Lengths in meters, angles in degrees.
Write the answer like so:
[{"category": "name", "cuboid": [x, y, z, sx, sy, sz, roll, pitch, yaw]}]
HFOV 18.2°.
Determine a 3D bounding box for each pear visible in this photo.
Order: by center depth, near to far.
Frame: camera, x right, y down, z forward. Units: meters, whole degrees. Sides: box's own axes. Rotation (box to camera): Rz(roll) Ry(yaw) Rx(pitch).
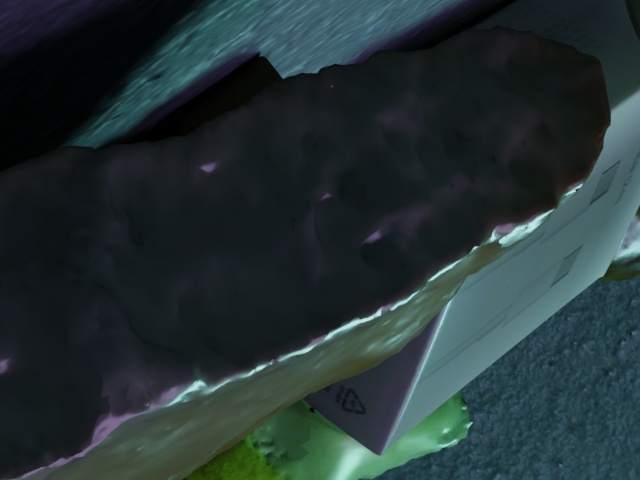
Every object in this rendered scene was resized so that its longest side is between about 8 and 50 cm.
[{"category": "pear", "cuboid": [-0.058, 0.127, 1.646, 0.282, 0.176, 0.286, -25, -170, -30]}]

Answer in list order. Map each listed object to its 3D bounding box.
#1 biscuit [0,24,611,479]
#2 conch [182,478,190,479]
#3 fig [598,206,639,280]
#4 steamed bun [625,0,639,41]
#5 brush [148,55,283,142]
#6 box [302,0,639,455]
[{"category": "biscuit", "cuboid": [-0.173, 0.099, 0.643, 0.429, 0.104, 0.446, -21, 169, -44]}, {"category": "conch", "cuboid": [-0.224, 0.204, 0.966, 0.368, 0.197, 0.249, -42, 168, -14]}, {"category": "fig", "cuboid": [0.210, -0.085, 1.460, 0.203, 0.203, 0.225, -36, -144, 11]}, {"category": "steamed bun", "cuboid": [0.241, -0.163, 0.971, 0.225, 0.170, 0.200, 99, 11, -62]}, {"category": "brush", "cuboid": [-0.056, -0.014, 0.885, 0.103, 0.047, 0.233, -34, 176, -6]}, {"category": "box", "cuboid": [0.094, -0.025, 1.142, 0.251, 0.106, 0.203, -34, 152, -43]}]
